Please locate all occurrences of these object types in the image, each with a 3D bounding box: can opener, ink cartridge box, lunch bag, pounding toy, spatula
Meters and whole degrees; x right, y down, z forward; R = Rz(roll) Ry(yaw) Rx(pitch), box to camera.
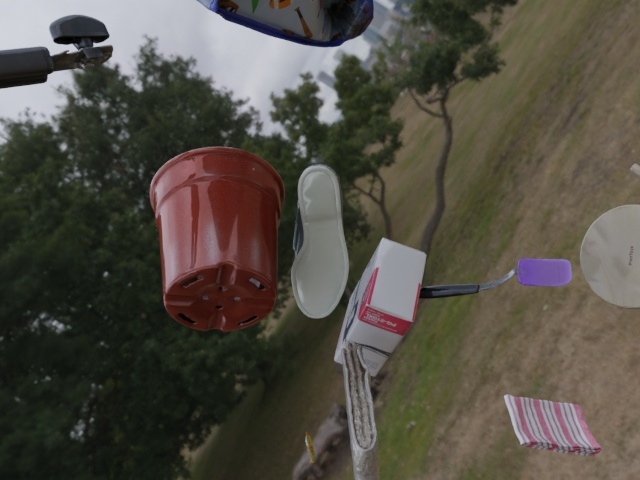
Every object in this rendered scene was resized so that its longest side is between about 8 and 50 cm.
[{"bbox_3d":[-0.472,-0.304,1.053,0.283,0.095,0.076,-21,1,-39],"label":"can opener"},{"bbox_3d":[0.118,0.140,1.324,0.237,0.100,0.172,112,177,-51],"label":"ink cartridge box"},{"bbox_3d":[-0.106,-0.513,1.161,0.385,0.328,0.239,2,-52,-56],"label":"lunch bag"},{"bbox_3d":[0.588,0.008,1.165,0.183,0.110,0.237,43,117,42],"label":"pounding toy"},{"bbox_3d":[0.321,0.080,1.244,0.296,0.030,0.084,-14,30,23],"label":"spatula"}]

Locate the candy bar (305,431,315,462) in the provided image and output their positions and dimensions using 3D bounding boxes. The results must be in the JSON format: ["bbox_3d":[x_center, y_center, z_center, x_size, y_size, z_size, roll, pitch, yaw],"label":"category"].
[{"bbox_3d":[-0.027,0.556,1.750,0.161,0.018,0.040,85,170,-56],"label":"candy bar"}]

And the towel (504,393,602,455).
[{"bbox_3d":[0.525,0.416,1.490,0.144,0.197,0.029,-96,19,-57],"label":"towel"}]

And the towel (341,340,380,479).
[{"bbox_3d":[0.073,0.325,1.148,0.282,0.049,0.187,-95,-2,-60],"label":"towel"}]

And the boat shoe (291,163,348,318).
[{"bbox_3d":[0.000,0.000,1.347,0.099,0.116,0.320,-84,-6,-74],"label":"boat shoe"}]

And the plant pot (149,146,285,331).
[{"bbox_3d":[-0.193,0.011,1.242,0.272,0.272,0.265,-56,31,41],"label":"plant pot"}]
